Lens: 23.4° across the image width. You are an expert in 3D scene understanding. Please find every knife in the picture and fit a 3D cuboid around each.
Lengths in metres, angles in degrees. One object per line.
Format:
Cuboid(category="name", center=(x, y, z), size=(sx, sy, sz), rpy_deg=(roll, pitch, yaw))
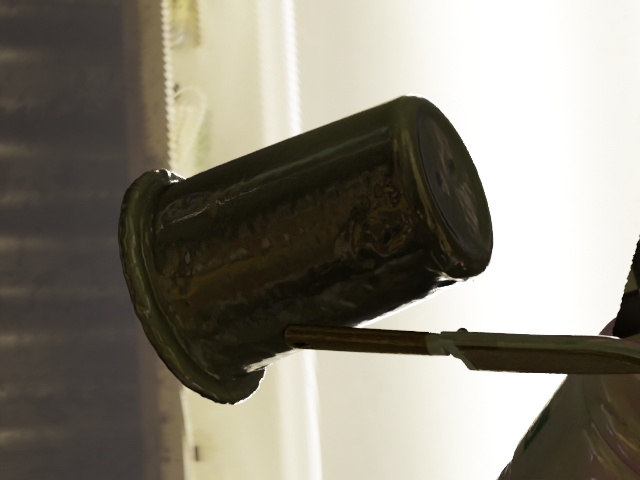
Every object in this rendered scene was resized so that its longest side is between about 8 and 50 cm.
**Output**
Cuboid(category="knife", center=(0.123, 0.086, 1.249), size=(0.061, 0.343, 0.027), rpy_deg=(47, -128, -48))

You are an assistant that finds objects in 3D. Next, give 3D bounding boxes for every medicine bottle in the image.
Cuboid(category="medicine bottle", center=(0.297, 0.237, 1.513), size=(0.212, 0.325, 0.212), rpy_deg=(11, -134, -12))

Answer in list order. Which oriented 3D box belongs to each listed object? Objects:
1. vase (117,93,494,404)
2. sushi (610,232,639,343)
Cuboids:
Cuboid(category="vase", center=(0.000, 0.000, 1.422), size=(0.245, 0.291, 0.245), rpy_deg=(49, -150, -41))
Cuboid(category="sushi", center=(0.411, -0.003, 1.357), size=(0.290, 0.264, 0.050), rpy_deg=(3, -145, -7))
